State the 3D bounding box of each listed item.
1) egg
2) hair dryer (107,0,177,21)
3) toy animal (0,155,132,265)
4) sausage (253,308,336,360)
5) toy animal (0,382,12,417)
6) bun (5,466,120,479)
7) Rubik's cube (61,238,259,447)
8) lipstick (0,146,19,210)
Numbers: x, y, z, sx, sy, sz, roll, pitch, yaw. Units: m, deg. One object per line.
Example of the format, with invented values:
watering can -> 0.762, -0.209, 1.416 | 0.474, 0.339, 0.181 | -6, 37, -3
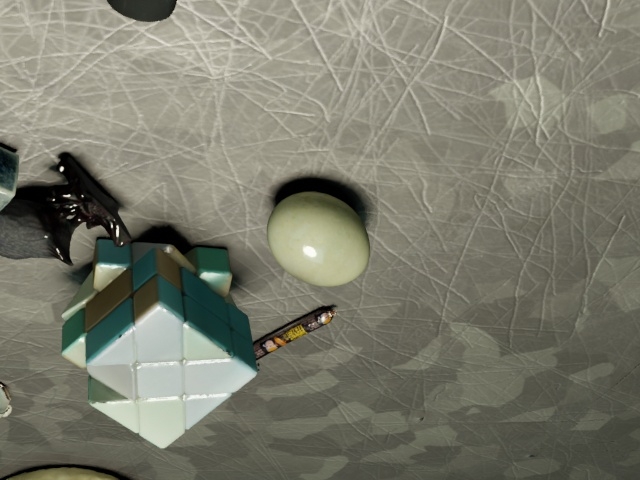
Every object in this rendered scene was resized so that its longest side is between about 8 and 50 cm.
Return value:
egg -> 0.000, 0.000, 1.404 | 0.114, 0.114, 0.152 | -32, 138, 29
hair dryer -> -0.093, -0.272, 1.084 | 0.219, 0.071, 0.124 | 3, 142, -23
toy animal -> -0.348, 0.000, 1.353 | 0.210, 0.117, 0.121 | -21, 147, 15
sausage -> -0.055, 0.145, 1.655 | 0.198, 0.025, 0.028 | -29, 93, 27
toy animal -> -0.533, 0.263, 1.702 | 0.124, 0.071, 0.085 | -34, 154, 19
bun -> -0.465, 0.562, 1.972 | 0.352, 0.227, 0.349 | 18, 134, -31
Rubik's cube -> -0.200, 0.116, 1.462 | 0.224, 0.213, 0.265 | -39, 123, 15
lipstick -> -0.476, -0.110, 1.218 | 0.289, 0.077, 0.076 | 25, 133, -33
